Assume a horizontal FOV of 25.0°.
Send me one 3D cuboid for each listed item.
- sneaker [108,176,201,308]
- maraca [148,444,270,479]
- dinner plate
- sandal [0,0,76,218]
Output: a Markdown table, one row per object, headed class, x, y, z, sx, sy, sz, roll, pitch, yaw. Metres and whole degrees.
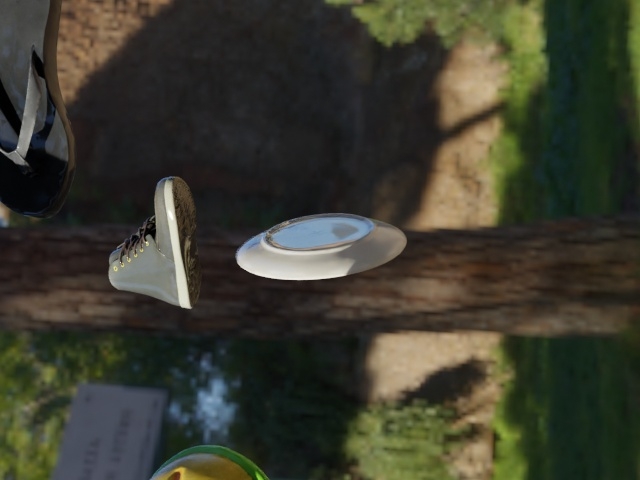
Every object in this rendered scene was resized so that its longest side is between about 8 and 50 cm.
| class | x | y | z | sx | sy | sz | roll | pitch | yaw |
| --- | --- | --- | --- | --- | --- | --- | --- | --- | --- |
| sneaker | -0.230 | 0.003 | 1.923 | 0.083 | 0.118 | 0.222 | -74 | -12 | -46 |
| maraca | -0.082 | 0.219 | 0.901 | 0.099 | 0.127 | 0.185 | 14 | -81 | -52 |
| dinner plate | 0.000 | 0.000 | 1.184 | 0.141 | 0.141 | 0.017 | -72 | -23 | -70 |
| sandal | -0.295 | -0.146 | 1.390 | 0.054 | 0.097 | 0.254 | -7 | -88 | -70 |
